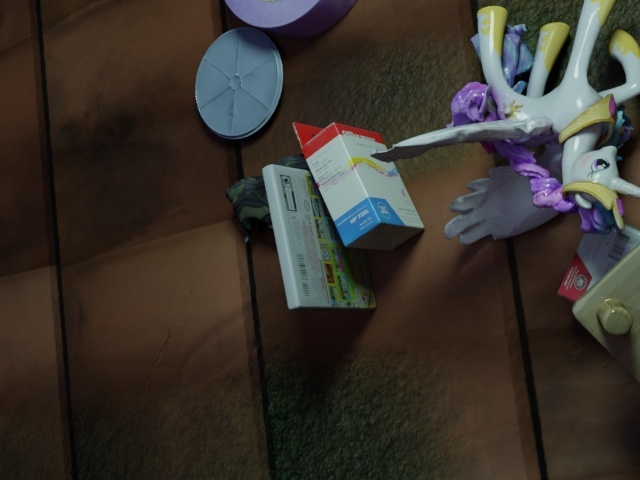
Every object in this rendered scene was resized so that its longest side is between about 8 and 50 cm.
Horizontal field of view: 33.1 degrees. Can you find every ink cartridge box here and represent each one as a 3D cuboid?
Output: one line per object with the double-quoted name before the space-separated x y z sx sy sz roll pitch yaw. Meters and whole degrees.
"ink cartridge box" 0.433 0.056 1.462 0.175 0.072 0.127 30 103 34
"ink cartridge box" 0.058 -0.103 1.706 0.078 0.134 0.231 -35 68 29

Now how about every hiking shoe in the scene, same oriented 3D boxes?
"hiking shoe" -0.057 -0.075 1.831 0.227 0.086 0.114 -24 84 39

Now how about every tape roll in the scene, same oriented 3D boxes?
"tape roll" -0.048 -0.490 1.843 0.274 0.090 0.275 -4 84 35

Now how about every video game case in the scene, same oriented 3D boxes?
"video game case" 0.000 0.000 1.695 0.026 0.206 0.227 -21 74 35

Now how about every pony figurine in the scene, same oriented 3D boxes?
"pony figurine" 0.286 -0.160 1.485 0.351 0.303 0.363 -10 62 35

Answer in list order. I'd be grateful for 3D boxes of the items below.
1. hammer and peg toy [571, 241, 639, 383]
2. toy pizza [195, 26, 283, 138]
"hammer and peg toy" 0.517 0.047 1.309 0.266 0.127 0.361 44 100 -1
"toy pizza" -0.143 -0.281 1.929 0.201 0.032 0.201 -3 85 35
